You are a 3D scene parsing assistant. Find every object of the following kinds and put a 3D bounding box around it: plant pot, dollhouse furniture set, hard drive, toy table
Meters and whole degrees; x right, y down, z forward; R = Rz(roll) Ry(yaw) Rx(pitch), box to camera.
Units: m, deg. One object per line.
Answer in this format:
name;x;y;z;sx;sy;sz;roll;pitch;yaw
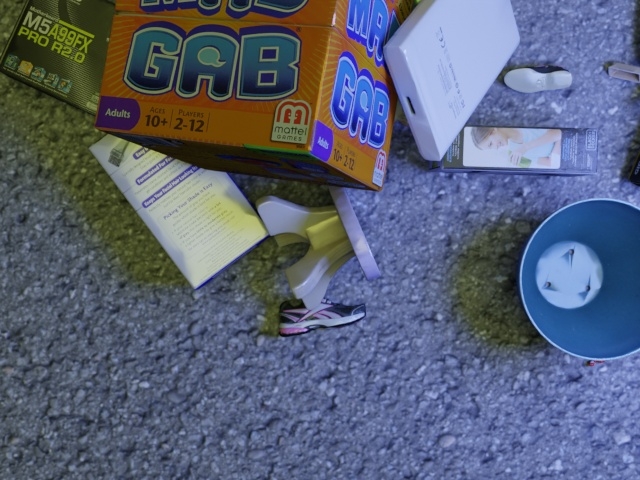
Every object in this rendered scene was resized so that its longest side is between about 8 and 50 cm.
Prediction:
plant pot;0.497;0.070;1.596;0.290;0.195;0.290;0;89;-1
dollhouse furniture set;0.617;-0.291;1.668;0.114;0.091;0.081;21;74;28
hard drive;0.240;-0.342;1.482;0.353;0.047;0.233;-53;134;-31
toy table;0.000;0.000;1.564;0.161;0.274;0.252;-23;110;2

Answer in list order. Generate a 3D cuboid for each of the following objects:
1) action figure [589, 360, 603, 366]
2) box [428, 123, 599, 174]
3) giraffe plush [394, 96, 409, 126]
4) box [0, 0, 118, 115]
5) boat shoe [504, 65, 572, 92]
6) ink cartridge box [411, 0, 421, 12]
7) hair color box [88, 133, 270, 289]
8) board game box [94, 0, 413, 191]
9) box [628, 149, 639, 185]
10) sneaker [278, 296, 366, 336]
action figure;0.576;0.208;1.682;0.038;0.030;0.115;44;91;-5
box;0.360;-0.170;1.611;0.290;0.169;0.087;2;93;-2
giraffe plush;0.080;-0.256;1.617;0.210;0.170;0.181;-15;85;40
box;-0.462;-0.370;1.652;0.270;0.060;0.216;25;90;-1
boat shoe;0.428;-0.321;1.674;0.133;0.042;0.049;-1;115;0
ink cartridge box;0.224;-0.636;1.631;0.207;0.119;0.353;-16;90;0
hair color box;-0.265;-0.094;1.632;0.185;0.110;0.339;-36;92;0
board game box;-0.086;-0.297;1.363;0.356;0.356;0.356;9;87;20
box;0.776;-0.216;1.623;0.257;0.079;0.322;19;98;-11
sneaker;0.001;0.137;1.656;0.178;0.072;0.077;-9;79;-6
